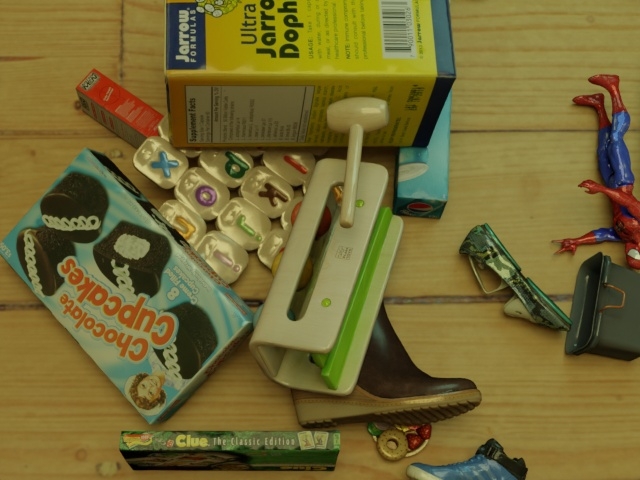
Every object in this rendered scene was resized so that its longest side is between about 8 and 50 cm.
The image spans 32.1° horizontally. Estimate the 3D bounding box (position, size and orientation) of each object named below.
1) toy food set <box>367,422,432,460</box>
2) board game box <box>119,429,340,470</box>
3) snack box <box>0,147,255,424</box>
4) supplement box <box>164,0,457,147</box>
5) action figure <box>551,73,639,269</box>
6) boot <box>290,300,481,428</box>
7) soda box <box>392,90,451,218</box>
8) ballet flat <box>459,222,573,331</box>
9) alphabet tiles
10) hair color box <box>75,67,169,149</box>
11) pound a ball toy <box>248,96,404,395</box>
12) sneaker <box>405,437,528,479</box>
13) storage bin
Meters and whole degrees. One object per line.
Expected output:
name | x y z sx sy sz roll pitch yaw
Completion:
toy food set | 0.103 0.240 1.441 0.083 0.020 0.082 -20 71 -9
board game box | -0.108 0.259 1.365 0.260 0.136 0.030 1 66 -3
snack box | -0.252 0.057 1.440 0.322 0.060 0.187 45 99 13
supplement box | -0.022 -0.248 1.447 0.357 0.194 0.195 -1 69 -7
action figure | 0.379 -0.086 1.540 0.139 0.091 0.280 -7 69 -12
boot | 0.077 0.131 1.429 0.248 0.090 0.206 -5 66 11
soda box | 0.143 -0.141 1.562 0.071 0.067 0.210 5 69 -1
ballet flat | 0.258 0.063 1.500 0.070 0.070 0.188 -34 73 -14
alphabet tiles | -0.103 -0.086 1.526 0.278 0.021 0.284 36 71 -5
hair color box | -0.271 -0.174 1.554 0.141 0.072 0.043 34 71 9
pound a ball toy | 0.000 0.000 1.375 0.136 0.208 0.319 7 59 20
sneaker | 0.188 0.286 1.406 0.152 0.058 0.084 18 75 0
storage bin | 0.393 0.093 1.475 0.091 0.098 0.135 16 70 -7
